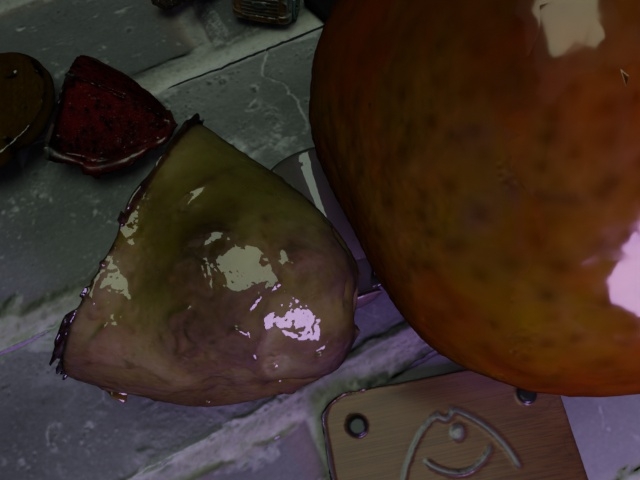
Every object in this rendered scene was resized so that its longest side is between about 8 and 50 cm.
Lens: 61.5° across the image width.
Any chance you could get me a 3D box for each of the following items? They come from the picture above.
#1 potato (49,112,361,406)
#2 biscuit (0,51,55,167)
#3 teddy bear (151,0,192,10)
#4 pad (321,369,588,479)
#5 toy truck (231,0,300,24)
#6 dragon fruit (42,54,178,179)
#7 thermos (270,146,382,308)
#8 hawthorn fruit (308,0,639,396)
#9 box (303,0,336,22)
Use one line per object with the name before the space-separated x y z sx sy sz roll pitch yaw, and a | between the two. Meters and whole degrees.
potato | -0.087 0.062 0.556 0.237 0.289 0.301 27 81 -6
biscuit | -0.458 -0.172 0.733 0.212 0.036 0.212 -5 62 10
teddy bear | -0.182 -0.414 0.821 0.119 0.078 0.161 6 73 39
pad | 0.160 0.291 0.593 0.286 0.018 0.284 -10 70 -5
toy truck | -0.066 -0.465 0.802 0.107 0.140 0.257 11 70 3
dragon fruit | -0.281 -0.160 0.730 0.160 0.121 0.127 21 26 -17
thermos | 0.000 0.000 0.663 0.137 0.105 0.193 -25 78 18
hawthorn fruit | 0.213 -0.086 0.529 0.471 0.472 0.472 0 70 0
box | 0.056 -0.369 0.831 0.126 0.027 0.125 -38 77 -14
